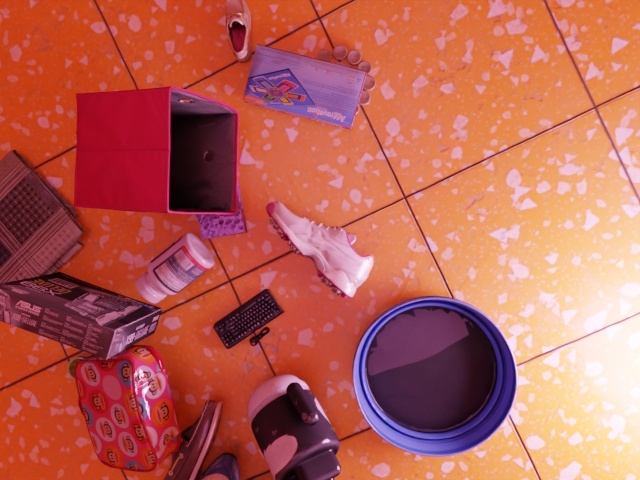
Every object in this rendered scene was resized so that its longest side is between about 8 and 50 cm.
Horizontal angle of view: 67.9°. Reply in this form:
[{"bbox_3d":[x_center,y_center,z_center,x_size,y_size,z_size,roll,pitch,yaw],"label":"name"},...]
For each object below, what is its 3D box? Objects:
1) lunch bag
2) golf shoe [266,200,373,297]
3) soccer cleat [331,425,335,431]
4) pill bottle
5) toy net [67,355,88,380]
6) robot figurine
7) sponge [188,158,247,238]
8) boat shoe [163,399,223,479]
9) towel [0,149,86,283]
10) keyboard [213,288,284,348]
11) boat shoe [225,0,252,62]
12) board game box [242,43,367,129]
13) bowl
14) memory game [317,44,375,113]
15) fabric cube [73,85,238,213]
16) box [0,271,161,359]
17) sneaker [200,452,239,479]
[{"bbox_3d":[-0.488,0.409,1.166,0.259,0.120,0.292,-9,96,25],"label":"lunch bag"},{"bbox_3d":[0.000,0.000,1.174,0.140,0.115,0.306,-45,95,-5],"label":"golf shoe"},{"bbox_3d":[-0.045,0.597,1.205,0.121,0.093,0.288,23,95,8],"label":"soccer cleat"},{"bbox_3d":[-0.370,0.074,1.200,0.180,0.108,0.108,-37,89,6],"label":"pill bottle"},{"bbox_3d":[-0.545,0.352,1.261,0.233,0.045,0.121,-9,92,5],"label":"toy net"},{"bbox_3d":[-0.061,0.452,1.125,0.209,0.174,0.278,-44,52,9],"label":"robot figurine"},{"bbox_3d":[-0.264,-0.114,1.220,0.117,0.031,0.209,-9,91,5],"label":"sponge"},{"bbox_3d":[-0.340,0.549,1.220,0.097,0.116,0.324,22,100,1],"label":"boat shoe"},{"bbox_3d":[-0.815,-0.028,1.272,0.324,0.056,0.312,-42,86,8],"label":"towel"},{"bbox_3d":[-0.181,0.216,1.234,0.180,0.023,0.108,-34,90,7],"label":"keyboard"},{"bbox_3d":[-0.205,-0.535,1.180,0.063,0.059,0.169,-10,92,5],"label":"boat shoe"},{"bbox_3d":[-0.040,-0.380,1.178,0.282,0.027,0.144,16,93,5],"label":"board game box"},{"bbox_3d":[0.274,0.327,1.171,0.392,0.077,0.390,0,92,5],"label":"bowl"},{"bbox_3d":[0.043,-0.394,1.189,0.187,0.012,0.186,0,93,6],"label":"memory game"},{"bbox_3d":[-0.364,-0.191,1.086,0.259,0.254,0.258,4,94,23],"label":"fabric cube"},{"bbox_3d":[-0.586,0.173,1.158,0.308,0.242,0.076,19,94,5],"label":"box"},{"bbox_3d":[-0.269,0.678,1.215,0.130,0.147,0.329,23,114,1],"label":"sneaker"}]
